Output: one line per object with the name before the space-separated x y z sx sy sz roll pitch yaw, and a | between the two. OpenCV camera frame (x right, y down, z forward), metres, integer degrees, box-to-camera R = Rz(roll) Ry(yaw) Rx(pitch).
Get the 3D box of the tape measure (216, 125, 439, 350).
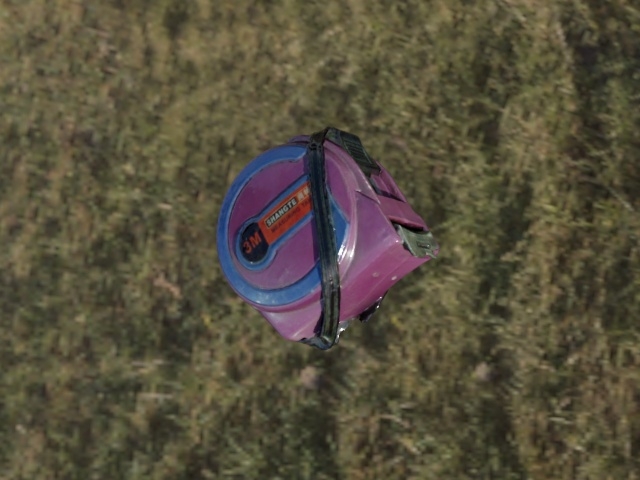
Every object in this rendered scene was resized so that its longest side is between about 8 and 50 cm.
tape measure | 0.000 0.000 1.647 0.231 0.149 0.245 -42 61 25
